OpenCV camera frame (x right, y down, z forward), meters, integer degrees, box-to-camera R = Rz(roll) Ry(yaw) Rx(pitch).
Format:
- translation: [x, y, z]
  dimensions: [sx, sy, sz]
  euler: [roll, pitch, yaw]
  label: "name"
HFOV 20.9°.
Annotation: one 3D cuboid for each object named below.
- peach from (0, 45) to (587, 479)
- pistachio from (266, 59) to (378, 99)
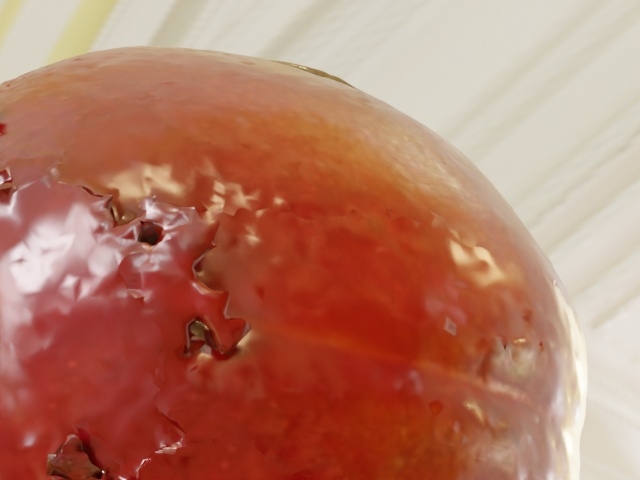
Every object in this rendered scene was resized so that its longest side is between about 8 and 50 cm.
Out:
- translation: [-0.051, 0.072, 0.837]
  dimensions: [0.370, 0.370, 0.370]
  euler: [-16, -39, -13]
  label: "peach"
- translation: [0.000, 0.000, 1.122]
  dimensions: [0.212, 0.163, 0.260]
  euler: [-19, -62, -5]
  label: "pistachio"
